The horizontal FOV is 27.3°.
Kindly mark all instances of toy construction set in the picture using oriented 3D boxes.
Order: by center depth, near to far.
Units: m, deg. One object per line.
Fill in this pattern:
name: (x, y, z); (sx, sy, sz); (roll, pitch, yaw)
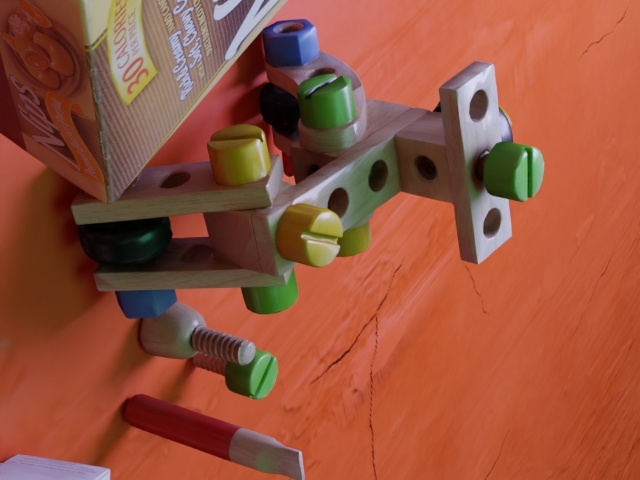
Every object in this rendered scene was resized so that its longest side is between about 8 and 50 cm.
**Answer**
toy construction set: (0.000, 0.000, 0.828); (0.257, 0.237, 0.309); (-8, 110, -58)

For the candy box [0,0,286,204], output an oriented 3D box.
candy box: (-0.044, -0.189, 0.648); (0.316, 0.087, 0.183); (-53, 169, -23)

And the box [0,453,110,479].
box: (-0.180, 0.295, 0.789); (0.063, 0.067, 0.324); (-24, 122, -81)
